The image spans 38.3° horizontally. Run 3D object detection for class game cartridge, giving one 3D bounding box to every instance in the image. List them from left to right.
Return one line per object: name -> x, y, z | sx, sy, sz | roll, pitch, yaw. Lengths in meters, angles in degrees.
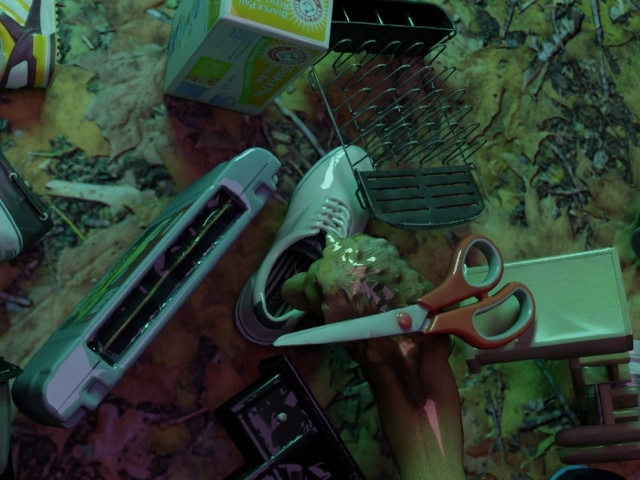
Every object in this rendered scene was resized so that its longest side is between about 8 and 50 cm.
game cartridge -> -0.166, 0.043, 0.850 | 0.060, 0.196, 0.294 | 42, 65, -10

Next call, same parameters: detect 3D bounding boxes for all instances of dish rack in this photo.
dish rack -> 0.097, -0.144, 1.046 | 0.208, 0.074, 0.271 | -7, 70, -37

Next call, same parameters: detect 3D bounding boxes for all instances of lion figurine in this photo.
lion figurine -> 0.096, 0.185, 0.892 | 0.142, 0.240, 0.392 | -23, 73, 6

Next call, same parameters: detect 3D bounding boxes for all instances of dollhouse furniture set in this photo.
dollhouse furniture set -> 0.253, 0.115, 1.011 | 0.161, 0.242, 0.212 | -9, 59, 15

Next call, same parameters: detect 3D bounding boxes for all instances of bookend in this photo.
bookend -> -0.064, 0.222, 0.925 | 0.156, 0.072, 0.157 | -32, 92, -26

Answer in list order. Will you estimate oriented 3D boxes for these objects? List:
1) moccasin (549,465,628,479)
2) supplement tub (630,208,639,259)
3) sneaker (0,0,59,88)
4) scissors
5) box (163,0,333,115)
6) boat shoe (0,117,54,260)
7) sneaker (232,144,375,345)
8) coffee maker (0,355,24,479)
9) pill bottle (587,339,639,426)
moccasin -> 0.273, 0.415, 1.005 | 0.138, 0.117, 0.341 | 16, 72, -20
supplement tub -> 0.493, -0.043, 1.215 | 0.198, 0.106, 0.106 | -40, 96, -26
sneaker -> -0.312, -0.244, 0.922 | 0.084, 0.070, 0.185 | -3, 78, -30
scissors -> 0.090, 0.077, 0.814 | 0.297, 0.021, 0.109 | -24, 87, -41
box -> -0.077, -0.218, 0.946 | 0.114, 0.203, 0.103 | 11, 74, -22
boat shoe -> -0.330, -0.094, 0.878 | 0.076, 0.080, 0.228 | -32, 93, -33
sneaker -> 0.000, 0.000, 0.992 | 0.094, 0.091, 0.258 | 33, 67, -14
coffee maker -> -0.316, 0.191, 0.791 | 0.120, 0.171, 0.178 | -4, 96, -21
pill bottle -> 0.365, 0.192, 1.119 | 0.078, 0.078, 0.137 | 11, 74, -21
